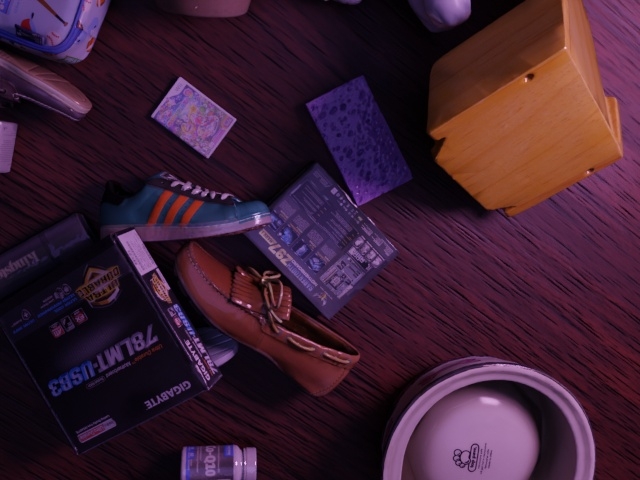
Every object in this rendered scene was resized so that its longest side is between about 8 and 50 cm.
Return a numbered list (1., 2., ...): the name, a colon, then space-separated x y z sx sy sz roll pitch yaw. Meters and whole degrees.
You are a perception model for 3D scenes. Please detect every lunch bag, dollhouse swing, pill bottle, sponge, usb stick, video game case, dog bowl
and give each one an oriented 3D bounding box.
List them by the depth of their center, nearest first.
1. lunch bag: -0.449 -0.442 1.071 0.243 0.115 0.303 23 93 -1
2. dollhouse swing: 0.327 -0.284 1.151 0.315 0.305 0.347 -30 146 23
3. usb stick: -0.515 0.044 1.177 0.278 0.045 0.077 -29 102 -2
4. video game case: -0.222 -0.215 1.196 0.122 0.011 0.087 36 92 -11
5. sponge: 0.070 -0.180 1.233 0.117 0.031 0.210 -28 102 -4
6. pill bottle: -0.189 0.420 1.264 0.137 0.078 0.078 0 99 -9
7. dog bowl: 0.298 0.404 1.295 0.408 0.150 0.408 -1 100 -8

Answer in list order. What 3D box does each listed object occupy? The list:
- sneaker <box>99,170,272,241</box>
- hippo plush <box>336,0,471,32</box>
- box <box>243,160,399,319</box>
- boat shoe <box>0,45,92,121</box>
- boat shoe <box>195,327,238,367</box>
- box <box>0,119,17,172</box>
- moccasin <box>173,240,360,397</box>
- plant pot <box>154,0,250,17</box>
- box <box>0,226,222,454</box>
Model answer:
1. sneaker: -0.234 -0.061 1.148 0.302 0.108 0.121 -4 90 8
2. hippo plush: 0.102 -0.435 1.088 0.236 0.294 0.234 -12 94 7
3. box: 0.000 0.000 1.236 0.183 0.059 0.233 -44 102 0
4. boat shoe: -0.516 -0.260 1.106 0.285 0.103 0.092 27 100 -8
5. boat shoe: -0.252 0.220 1.231 0.226 0.076 0.083 -15 56 3
6. box: -0.564 -0.161 1.110 0.101 0.102 0.087 11 95 -10
7. moccasin: -0.090 0.125 1.191 0.380 0.139 0.147 41 106 -11
8. plant pot: -0.183 -0.478 1.064 0.263 0.263 0.229 1 117 -8
9. box: -0.360 0.172 1.137 0.295 0.073 0.293 -28 92 19
